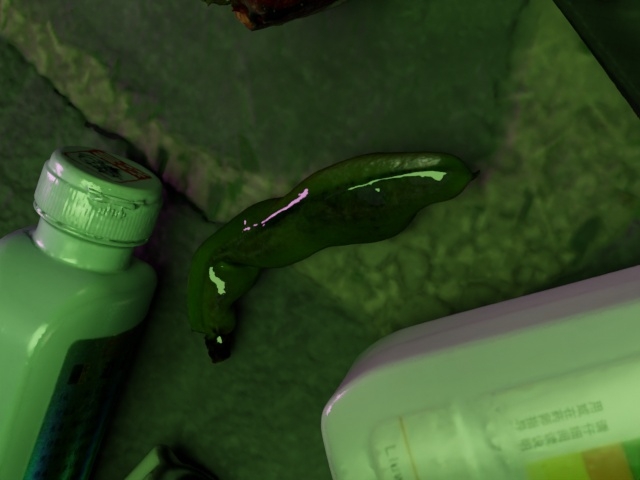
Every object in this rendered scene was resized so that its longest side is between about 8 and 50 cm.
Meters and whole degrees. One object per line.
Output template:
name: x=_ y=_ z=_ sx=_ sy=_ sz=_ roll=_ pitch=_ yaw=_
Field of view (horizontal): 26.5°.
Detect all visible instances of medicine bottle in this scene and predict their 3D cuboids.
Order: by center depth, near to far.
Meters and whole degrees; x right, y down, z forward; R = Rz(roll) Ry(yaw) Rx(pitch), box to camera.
medicine bottle: x=0.159 y=0.096 z=0.650 sx=0.296 sy=0.111 sz=0.161 roll=-16 pitch=103 yaw=20
medicine bottle: x=-0.151 y=0.063 z=0.752 sx=0.083 sy=0.121 sz=0.229 roll=27 pitch=107 yaw=15

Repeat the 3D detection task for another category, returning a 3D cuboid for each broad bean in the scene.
broad bean: x=-0.007 y=-0.005 z=0.729 sx=0.195 sy=0.046 sz=0.061 roll=-37 pitch=97 yaw=26

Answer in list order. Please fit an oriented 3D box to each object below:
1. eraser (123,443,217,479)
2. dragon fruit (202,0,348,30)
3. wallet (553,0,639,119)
eraser: x=-0.131 y=0.278 z=0.802 sx=0.171 sy=0.087 sz=0.290 roll=44 pitch=111 yaw=6
dragon fruit: x=-0.009 y=-0.162 z=0.680 sx=0.147 sy=0.096 sz=0.102 roll=-14 pitch=100 yaw=-21
wallet: x=0.203 y=-0.095 z=0.602 sx=0.168 sy=0.052 sz=0.245 roll=-31 pitch=99 yaw=41
